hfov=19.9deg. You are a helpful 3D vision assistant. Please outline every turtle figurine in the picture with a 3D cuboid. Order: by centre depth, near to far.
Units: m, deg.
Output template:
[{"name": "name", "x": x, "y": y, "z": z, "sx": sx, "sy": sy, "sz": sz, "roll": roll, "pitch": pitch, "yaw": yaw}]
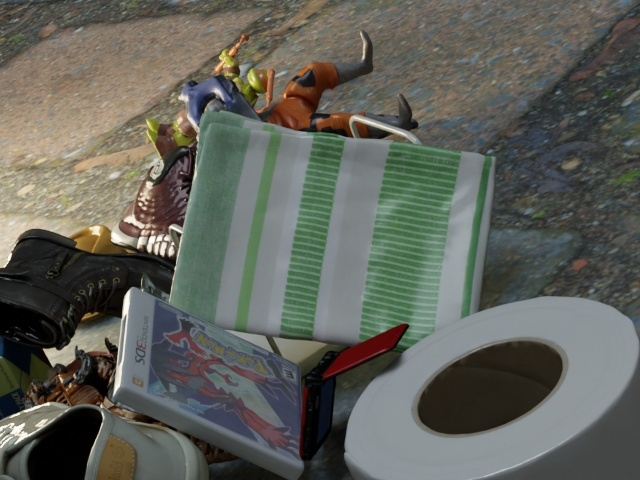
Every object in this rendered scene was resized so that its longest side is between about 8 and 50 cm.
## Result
[{"name": "turtle figurine", "x": -0.154, "y": -0.205, "z": 2.749, "sx": 0.217, "sy": 0.087, "sz": 0.269, "roll": -30, "pitch": 32, "yaw": 8}]

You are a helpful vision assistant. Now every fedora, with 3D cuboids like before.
[{"name": "fedora", "x": -0.305, "y": 0.035, "z": 2.410, "sx": 0.194, "sy": 0.079, "sz": 0.194, "roll": -21, "pitch": 25, "yaw": 10}]

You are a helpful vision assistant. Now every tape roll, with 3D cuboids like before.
[{"name": "tape roll", "x": 0.168, "y": 0.170, "z": 1.653, "sx": 0.286, "sy": 0.100, "sz": 0.286, "roll": -20, "pitch": 25, "yaw": 10}]

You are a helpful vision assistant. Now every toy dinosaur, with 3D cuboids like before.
[{"name": "toy dinosaur", "x": -0.184, "y": 0.183, "z": 1.961, "sx": 0.322, "sy": 0.164, "sz": 0.218, "roll": 27, "pitch": 67, "yaw": 27}]

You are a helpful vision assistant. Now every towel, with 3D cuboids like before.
[{"name": "towel", "x": 0.017, "y": -0.007, "z": 1.935, "sx": 0.325, "sy": 0.038, "sz": 0.247, "roll": 9, "pitch": 67, "yaw": -1}]

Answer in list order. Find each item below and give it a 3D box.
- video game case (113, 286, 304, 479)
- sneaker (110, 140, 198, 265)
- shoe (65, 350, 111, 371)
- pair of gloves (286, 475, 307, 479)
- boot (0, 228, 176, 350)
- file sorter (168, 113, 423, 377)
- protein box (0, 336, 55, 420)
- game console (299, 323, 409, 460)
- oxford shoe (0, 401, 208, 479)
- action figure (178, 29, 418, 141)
[{"name": "video game case", "x": -0.107, "y": 0.140, "z": 1.809, "sx": 0.023, "sy": 0.201, "sz": 0.183, "roll": -55, "pitch": 18, "yaw": 24}, {"name": "sneaker", "x": -0.147, "y": -0.044, "z": 2.282, "sx": 0.281, "sy": 0.106, "sz": 0.162, "roll": 14, "pitch": 83, "yaw": 44}, {"name": "shoe", "x": -0.230, "y": 0.147, "z": 2.123, "sx": 0.178, "sy": 0.063, "sz": 0.081, "roll": -28, "pitch": 29, "yaw": 3}, {"name": "pair of gloves", "x": -0.083, "y": 0.310, "z": 1.678, "sx": 0.240, "sy": 0.042, "sz": 0.204, "roll": -26, "pitch": 18, "yaw": -15}, {"name": "boot", "x": -0.285, "y": 0.078, "z": 2.141, "sx": 0.263, "sy": 0.091, "sz": 0.229, "roll": 15, "pitch": 19, "yaw": 0}, {"name": "file sorter", "x": 0.000, "y": 0.000, "z": 2.073, "sx": 0.278, "sy": 0.173, "sz": 0.193, "roll": -32, "pitch": 25, "yaw": -17}, {"name": "protein box", "x": -0.432, "y": 0.185, "z": 2.151, "sx": 0.201, "sy": 0.136, "sz": 0.200, "roll": -24, "pitch": 24, "yaw": 3}, {"name": "game console", "x": 0.034, "y": 0.148, "z": 1.797, "sx": 0.085, "sy": 0.124, "sz": 0.144, "roll": 6, "pitch": 7, "yaw": 9}, {"name": "oxford shoe", "x": -0.284, "y": 0.235, "z": 1.825, "sx": 0.449, "sy": 0.130, "sz": 0.169, "roll": -8, "pitch": 68, "yaw": 52}, {"name": "action figure", "x": -0.029, "y": -0.099, "z": 2.397, "sx": 0.330, "sy": 0.178, "sz": 0.341, "roll": -30, "pitch": 51, "yaw": 4}]
